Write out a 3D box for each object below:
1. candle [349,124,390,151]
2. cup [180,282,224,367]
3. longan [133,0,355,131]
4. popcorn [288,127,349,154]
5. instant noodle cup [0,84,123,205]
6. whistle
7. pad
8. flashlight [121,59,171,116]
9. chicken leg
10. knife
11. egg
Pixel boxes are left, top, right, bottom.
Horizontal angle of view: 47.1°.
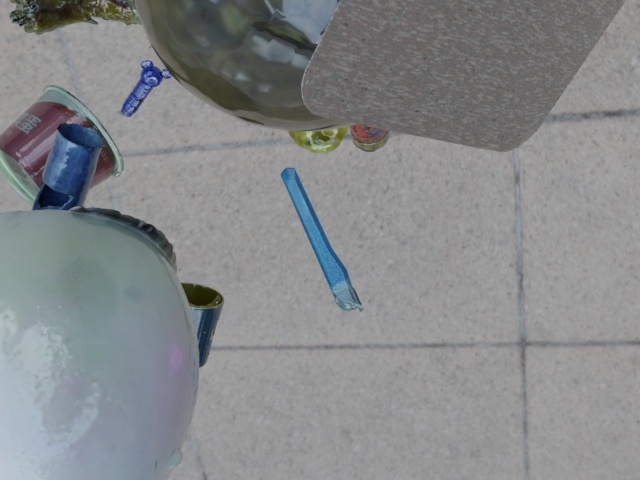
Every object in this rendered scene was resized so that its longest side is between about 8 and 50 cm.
[{"bbox_3d":[0.055,-0.149,0.863,0.052,0.130,0.052,-2,75,7],"label":"candle"},{"bbox_3d":[-0.286,0.180,1.604,0.131,0.176,0.155,12,105,-5],"label":"cup"},{"bbox_3d":[-0.013,-0.246,0.660,0.319,0.319,0.319,5,121,9],"label":"longan"},{"bbox_3d":[-0.065,-0.391,1.764,0.293,0.292,0.334,-7,154,18],"label":"popcorn"},{"bbox_3d":[-0.553,-0.178,1.521,0.235,0.178,0.235,33,151,21],"label":"instant noodle cup"},{"bbox_3d":[-0.347,-0.005,0.941,0.062,0.062,0.304,26,115,-4],"label":"whistle"},{"bbox_3d":[0.114,-0.145,0.507,0.266,0.002,0.176,2,127,-43],"label":"pad"},{"bbox_3d":[-0.308,-0.262,1.269,0.057,0.035,0.121,19,131,-36],"label":"flashlight"},{"bbox_3d":[-0.497,-0.559,1.651,0.201,0.429,0.153,63,153,-4],"label":"chicken leg"},{"bbox_3d":[0.001,0.000,1.343,0.044,0.026,0.296,-25,86,17],"label":"knife"},{"bbox_3d":[-0.304,0.189,0.830,0.354,0.340,0.354,-13,149,-8],"label":"egg"}]
